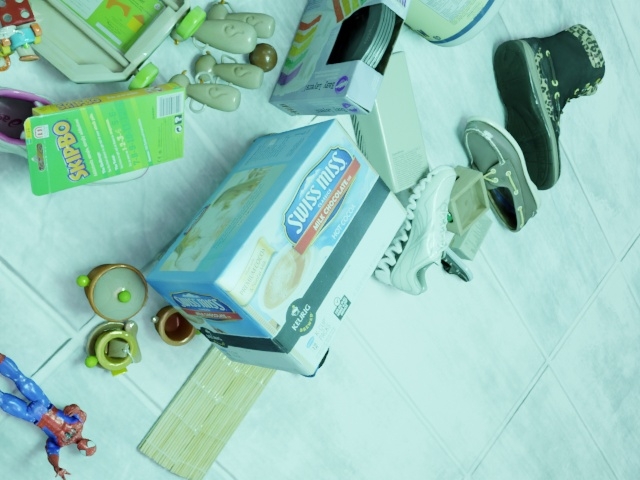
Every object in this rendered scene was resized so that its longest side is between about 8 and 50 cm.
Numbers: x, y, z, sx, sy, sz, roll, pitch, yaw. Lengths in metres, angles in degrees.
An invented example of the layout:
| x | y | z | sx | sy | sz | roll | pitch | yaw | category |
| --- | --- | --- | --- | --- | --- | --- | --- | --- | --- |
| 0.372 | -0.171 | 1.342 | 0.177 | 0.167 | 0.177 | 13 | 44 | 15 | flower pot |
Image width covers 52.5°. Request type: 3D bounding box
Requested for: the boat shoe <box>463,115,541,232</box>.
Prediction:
| x | y | z | sx | sy | sz | roll | pitch | yaw | category |
| --- | --- | --- | --- | --- | --- | --- | --- | --- | --- |
| 0.425 | -0.153 | 1.551 | 0.097 | 0.116 | 0.324 | -53 | 126 | -20 | boat shoe |

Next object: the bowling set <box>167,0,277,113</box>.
| x | y | z | sx | sy | sz | roll | pitch | yaw | category |
| --- | --- | --- | --- | --- | --- | --- | --- | --- | --- |
| -0.170 | -0.339 | 1.143 | 0.154 | 0.200 | 0.287 | 13 | 84 | 10 | bowling set |

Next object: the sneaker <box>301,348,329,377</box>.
| x | y | z | sx | sy | sz | roll | pitch | yaw | category |
| --- | --- | --- | --- | --- | --- | --- | --- | --- | --- |
| -0.035 | 0.162 | 1.297 | 0.090 | 0.081 | 0.232 | -53 | 140 | -46 | sneaker |

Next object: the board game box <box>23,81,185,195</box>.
| x | y | z | sx | sy | sz | roll | pitch | yaw | category |
| --- | --- | --- | --- | --- | --- | --- | --- | --- | --- |
| -0.319 | -0.156 | 0.980 | 0.259 | 0.039 | 0.124 | -27 | 137 | -43 | board game box |

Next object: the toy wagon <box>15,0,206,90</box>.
| x | y | z | sx | sy | sz | roll | pitch | yaw | category |
| --- | --- | --- | --- | --- | --- | --- | --- | --- | --- |
| -0.307 | -0.407 | 1.004 | 0.267 | 0.068 | 0.344 | 41 | 87 | -13 | toy wagon |

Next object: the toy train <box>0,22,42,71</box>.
| x | y | z | sx | sy | sz | roll | pitch | yaw | category |
| --- | --- | --- | --- | --- | --- | --- | --- | --- | --- |
| -0.473 | -0.260 | 0.928 | 0.125 | 0.166 | 0.046 | -61 | 133 | -62 | toy train |

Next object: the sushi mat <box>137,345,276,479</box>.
| x | y | z | sx | sy | sz | roll | pitch | yaw | category |
| --- | --- | --- | --- | --- | --- | --- | --- | --- | --- |
| -0.197 | 0.303 | 1.254 | 0.151 | 0.019 | 0.317 | 45 | 72 | -30 | sushi mat |

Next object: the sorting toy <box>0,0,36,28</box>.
| x | y | z | sx | sy | sz | roll | pitch | yaw | category |
| --- | --- | --- | --- | --- | --- | --- | --- | --- | --- |
| -0.543 | -0.328 | 0.914 | 0.274 | 0.046 | 0.132 | -24 | 95 | -15 | sorting toy |

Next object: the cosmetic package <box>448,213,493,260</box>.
| x | y | z | sx | sy | sz | roll | pitch | yaw | category |
| --- | --- | --- | --- | --- | --- | --- | --- | --- | --- |
| 0.363 | -0.015 | 1.568 | 0.060 | 0.041 | 0.115 | 40 | 74 | -31 | cosmetic package |

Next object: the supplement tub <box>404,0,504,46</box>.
| x | y | z | sx | sy | sz | roll | pitch | yaw | category |
| --- | --- | --- | --- | --- | --- | --- | --- | --- | --- |
| 0.190 | -0.552 | 1.272 | 0.324 | 0.235 | 0.236 | 20 | 85 | -33 | supplement tub |

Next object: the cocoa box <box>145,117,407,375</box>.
| x | y | z | sx | sy | sz | roll | pitch | yaw | category |
| --- | --- | --- | --- | --- | --- | --- | --- | --- | --- |
| -0.066 | 0.006 | 1.073 | 0.228 | 0.231 | 0.347 | 49 | 60 | -28 | cocoa box |

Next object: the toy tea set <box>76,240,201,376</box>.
| x | y | z | sx | sy | sz | roll | pitch | yaw | category |
| --- | --- | --- | --- | --- | --- | --- | --- | --- | --- |
| -0.252 | 0.106 | 1.130 | 0.335 | 0.124 | 0.200 | -20 | 106 | -30 | toy tea set |

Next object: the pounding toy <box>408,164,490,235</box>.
| x | y | z | sx | sy | sz | roll | pitch | yaw | category |
| --- | --- | --- | --- | --- | --- | --- | --- | --- | --- |
| 0.298 | -0.095 | 1.496 | 0.141 | 0.100 | 0.130 | -40 | 130 | -20 | pounding toy |

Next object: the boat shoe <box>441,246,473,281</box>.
| x | y | z | sx | sy | sz | roll | pitch | yaw | category |
| --- | --- | --- | --- | --- | --- | --- | --- | --- | --- |
| 0.308 | 0.057 | 1.541 | 0.142 | 0.049 | 0.040 | 45 | 78 | -22 | boat shoe |

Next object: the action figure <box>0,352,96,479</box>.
| x | y | z | sx | sy | sz | roll | pitch | yaw | category |
| --- | --- | --- | --- | --- | --- | --- | --- | --- | --- |
| -0.448 | 0.272 | 1.021 | 0.091 | 0.139 | 0.280 | -49 | 121 | -17 | action figure |

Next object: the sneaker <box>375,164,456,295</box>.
| x | y | z | sx | sy | sz | roll | pitch | yaw | category |
| --- | --- | --- | --- | --- | --- | --- | --- | --- | --- |
| 0.229 | -0.018 | 1.387 | 0.110 | 0.118 | 0.292 | 1 | 116 | -53 | sneaker |

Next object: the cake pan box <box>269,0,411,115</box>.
| x | y | z | sx | sy | sz | roll | pitch | yaw | category |
| --- | --- | --- | --- | --- | --- | --- | --- | --- | --- |
| 0.037 | -0.349 | 1.180 | 0.070 | 0.266 | 0.246 | 22 | 86 | -36 | cake pan box |

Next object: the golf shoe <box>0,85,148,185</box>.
| x | y | z | sx | sy | sz | roll | pitch | yaw | category |
| --- | --- | --- | --- | --- | --- | --- | --- | --- | --- |
| -0.398 | -0.155 | 0.996 | 0.306 | 0.140 | 0.115 | 15 | 87 | -35 | golf shoe |

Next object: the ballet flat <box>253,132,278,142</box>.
| x | y | z | sx | sy | sz | roll | pitch | yaw | category |
| --- | --- | --- | --- | --- | --- | --- | --- | --- | --- |
| -0.101 | -0.102 | 1.250 | 0.067 | 0.073 | 0.206 | -2 | 95 | -5 | ballet flat |

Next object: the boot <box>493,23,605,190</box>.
| x | y | z | sx | sy | sz | roll | pitch | yaw | category |
| --- | --- | --- | --- | --- | --- | --- | --- | --- | --- |
| 0.592 | -0.343 | 1.628 | 0.284 | 0.138 | 0.378 | -27 | 104 | -28 | boot |

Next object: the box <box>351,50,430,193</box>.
| x | y | z | sx | sy | sz | roll | pitch | yaw | category |
| --- | --- | --- | --- | --- | --- | --- | --- | --- | --- |
| 0.138 | -0.244 | 1.361 | 0.113 | 0.094 | 0.275 | -23 | 108 | -29 | box |
